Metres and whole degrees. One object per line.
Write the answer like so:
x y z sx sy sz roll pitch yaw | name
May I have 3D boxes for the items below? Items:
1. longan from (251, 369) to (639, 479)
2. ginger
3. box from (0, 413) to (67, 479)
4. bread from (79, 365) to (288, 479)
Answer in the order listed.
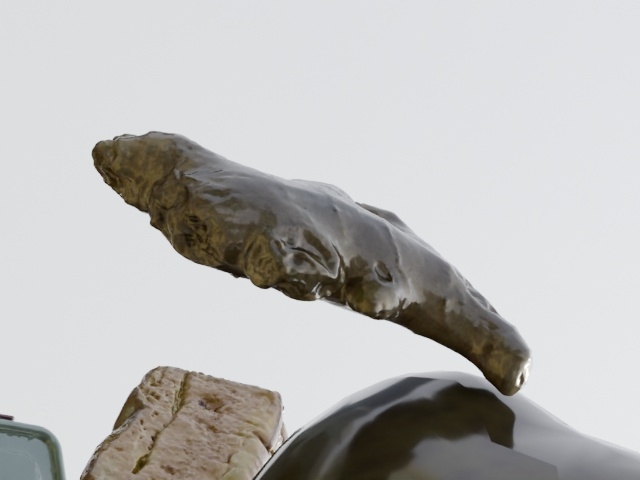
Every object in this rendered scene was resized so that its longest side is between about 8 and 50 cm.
0.108 0.287 1.344 0.404 0.404 0.336 47 -1 33 | longan
-0.002 -0.001 1.345 0.080 0.333 0.166 -60 -155 27 | ginger
-0.350 0.321 1.830 0.167 0.193 0.294 -40 -130 40 | box
-0.124 0.226 1.715 0.167 0.294 0.132 23 -66 0 | bread
